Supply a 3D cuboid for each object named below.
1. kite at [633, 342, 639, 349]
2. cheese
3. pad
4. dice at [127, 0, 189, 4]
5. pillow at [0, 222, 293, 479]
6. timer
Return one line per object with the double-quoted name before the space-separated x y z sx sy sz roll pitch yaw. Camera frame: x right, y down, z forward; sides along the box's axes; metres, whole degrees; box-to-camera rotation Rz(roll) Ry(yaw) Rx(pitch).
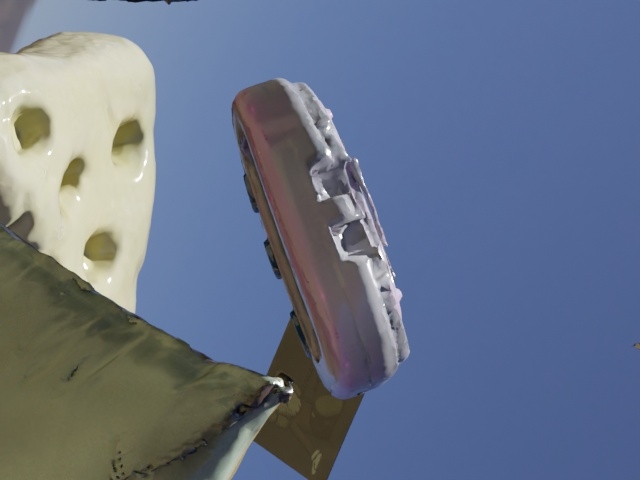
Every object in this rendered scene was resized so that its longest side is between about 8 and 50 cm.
"kite" 0.236 0.071 0.861 0.139 0.157 0.011 72 34 -60
"cheese" -0.255 -0.008 1.486 0.351 0.130 0.328 -31 123 -67
"pad" -0.009 0.166 1.895 0.127 0.004 0.190 31 -74 31
"dice" -0.110 -0.271 1.065 0.182 0.181 0.183 91 -4 -47
"pillow" -0.196 0.162 1.103 0.119 0.310 0.312 18 98 -61
"timer" 0.000 0.000 1.118 0.191 0.069 0.208 101 -30 -80
